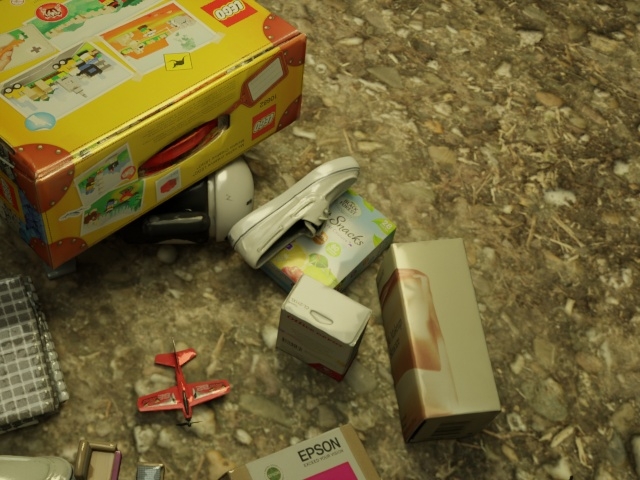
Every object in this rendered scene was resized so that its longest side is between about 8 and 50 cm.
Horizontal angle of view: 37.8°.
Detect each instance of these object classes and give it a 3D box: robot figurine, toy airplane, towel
[{"bbox_3d":[-0.251,-0.076,1.580,0.278,0.173,0.209,-1,66,-7],"label":"robot figurine"},{"bbox_3d":[-0.227,0.230,1.505,0.151,0.028,0.151,3,62,-6],"label":"toy airplane"},{"bbox_3d":[-0.549,0.188,1.417,0.283,0.121,0.235,-16,79,-13],"label":"towel"}]

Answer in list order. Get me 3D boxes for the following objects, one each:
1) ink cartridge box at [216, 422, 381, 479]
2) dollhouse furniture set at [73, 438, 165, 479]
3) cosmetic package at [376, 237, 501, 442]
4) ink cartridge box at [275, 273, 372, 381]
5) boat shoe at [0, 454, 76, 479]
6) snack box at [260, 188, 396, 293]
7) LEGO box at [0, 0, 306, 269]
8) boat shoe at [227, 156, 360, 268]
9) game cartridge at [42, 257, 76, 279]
[{"bbox_3d":[-0.016,0.399,1.371,0.234,0.088,0.193,-14,65,-36],"label":"ink cartridge box"},{"bbox_3d":[-0.212,0.427,1.313,0.303,0.198,0.286,7,63,-3],"label":"dollhouse furniture set"},{"bbox_3d":[0.184,0.162,1.517,0.129,0.153,0.296,-4,62,-9],"label":"cosmetic package"},{"bbox_3d":[0.003,0.142,1.492,0.127,0.175,0.072,29,64,8],"label":"ink cartridge box"},{"bbox_3d":[-0.537,0.343,1.317,0.367,0.156,0.136,-9,31,-14],"label":"boat shoe"},{"bbox_3d":[0.000,0.000,1.624,0.174,0.070,0.207,40,64,15],"label":"snack box"},{"bbox_3d":[-0.330,-0.244,1.473,0.500,0.193,0.372,-35,61,-30],"label":"LEGO box"},{"bbox_3d":[-0.028,-0.042,1.561,0.258,0.095,0.084,-35,71,-9],"label":"boat shoe"},{"bbox_3d":[-0.449,0.023,1.594,0.056,0.017,0.083,-19,67,-19],"label":"game cartridge"}]
